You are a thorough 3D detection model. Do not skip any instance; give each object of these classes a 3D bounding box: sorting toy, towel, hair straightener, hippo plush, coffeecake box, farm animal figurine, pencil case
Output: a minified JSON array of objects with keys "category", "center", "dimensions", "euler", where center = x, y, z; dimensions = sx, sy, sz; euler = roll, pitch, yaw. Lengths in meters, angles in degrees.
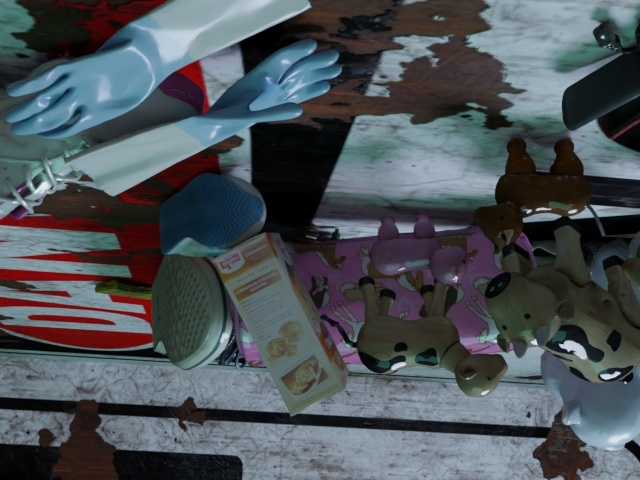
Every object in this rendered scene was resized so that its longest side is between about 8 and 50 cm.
[{"category":"sorting toy","center":[0.000,0.000,1.340],"dimensions":[0.061,0.042,0.102],"euler":[13,-176,26]},{"category":"towel","center":[-0.295,0.100,1.849],"dimensions":[0.237,0.021,0.102],"euler":[10,170,-32]},{"category":"hair straightener","center":[0.241,-0.131,0.706],"dimensions":[0.089,0.047,0.230],"euler":[7,166,-20]},{"category":"hippo plush","center":[0.430,0.171,1.305],"dimensions":[0.234,0.236,0.294],"euler":[25,-161,-35]},{"category":"coffeecake box","center":[-0.040,0.086,1.097],"dimensions":[0.068,0.185,0.142],"euler":[-27,179,3]},{"category":"farm animal figurine","center":[0.211,0.072,1.025],"dimensions":[0.327,0.172,0.330],"euler":[19,138,-20]},{"category":"pencil case","center":[0.073,0.067,1.237],"dimensions":[0.386,0.167,0.160],"euler":[-6,150,4]}]

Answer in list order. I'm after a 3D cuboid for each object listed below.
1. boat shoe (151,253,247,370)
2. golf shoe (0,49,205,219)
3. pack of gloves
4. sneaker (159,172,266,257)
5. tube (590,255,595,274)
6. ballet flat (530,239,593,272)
[{"category":"boat shoe","center":[-0.169,0.107,1.525],"dimensions":[0.156,0.186,0.500],"euler":[1,172,-14]},{"category":"golf shoe","center":[-0.238,-0.077,0.843],"dimensions":[0.306,0.140,0.115],"euler":[-4,163,22]},{"category":"pack of gloves","center":[-0.097,-0.098,0.723],"dimensions":[0.232,0.046,0.195],"euler":[-26,159,11]},{"category":"sneaker","center":[-0.112,-0.028,1.158],"dimensions":[0.092,0.087,0.229],"euler":[0,175,-29]},{"category":"tube","center":[0.296,0.072,1.468],"dimensions":[0.240,0.062,0.070],"euler":[-3,145,25]},{"category":"ballet flat","center":[0.265,0.023,1.344],"dimensions":[0.213,0.072,0.068],"euler":[3,139,-3]}]
